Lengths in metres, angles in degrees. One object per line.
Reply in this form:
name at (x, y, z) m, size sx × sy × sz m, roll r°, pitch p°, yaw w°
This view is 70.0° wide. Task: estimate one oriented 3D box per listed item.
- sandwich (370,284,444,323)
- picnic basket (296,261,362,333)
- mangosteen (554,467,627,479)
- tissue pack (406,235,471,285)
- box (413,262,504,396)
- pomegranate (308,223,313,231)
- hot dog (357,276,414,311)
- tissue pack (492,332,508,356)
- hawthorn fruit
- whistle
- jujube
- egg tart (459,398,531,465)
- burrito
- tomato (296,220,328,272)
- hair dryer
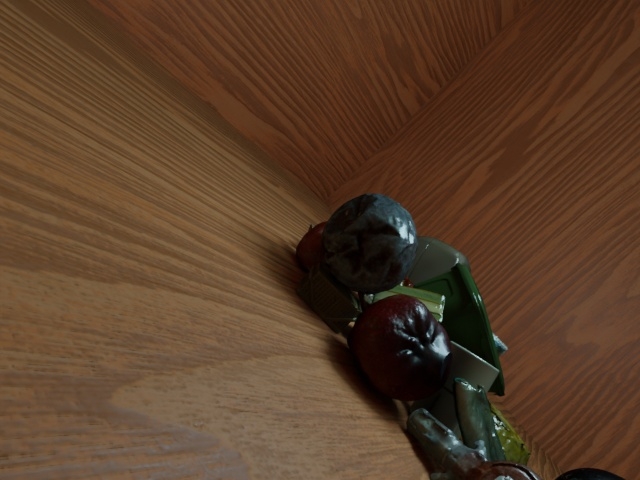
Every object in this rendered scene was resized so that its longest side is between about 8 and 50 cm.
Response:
sandwich at (0.210, 0.203, 1.177) m, size 0.188 × 0.144 × 0.117 m, roll 12°, pitch 38°, yaw 13°
picnic basket at (0.021, 0.140, 1.134) m, size 0.164 × 0.079 × 0.115 m, roll 45°, pitch 9°, yaw -5°
mangosteen at (0.598, 0.642, 0.986) m, size 0.288 × 0.288 × 0.288 m, roll 45°, pitch 8°, yaw -8°
tissue pack at (0.390, 0.178, 1.814) m, size 0.277 × 0.387 × 0.267 m, roll 27°, pitch -1°, yaw 30°
box at (0.380, 0.256, 1.281) m, size 0.252 × 0.178 × 0.328 m, roll -71°, pitch 144°, yaw -67°
pomegranate at (0.009, 0.016, 1.535) m, size 0.191 × 0.152 × 0.131 m, roll 7°, pitch 32°, yaw -46°
hot dog at (0.209, 0.146, 1.521) m, size 0.365 × 0.196 × 0.367 m, roll -142°, pitch -141°, yaw -85°
tissue pack at (0.445, 0.367, 1.518) m, size 0.124 × 0.271 × 0.201 m, roll 38°, pitch 10°, yaw -43°
hawthorn fruit at (0.168, 0.233, 1.025) m, size 0.230 × 0.210 × 0.266 m, roll 39°, pitch -9°, yaw -6°
whistle at (0.288, 0.427, 0.817) m, size 0.133 × 0.142 × 0.346 m, roll 48°, pitch -9°, yaw -37°
jujube at (0.127, 0.011, 1.153) m, size 0.215 × 0.247 × 0.308 m, roll 57°, pitch 25°, yaw -17°
egg tart at (0.459, 0.535, 1.251) m, size 0.341 × 0.132 × 0.341 m, roll 46°, pitch 6°, yaw -6°
burrito at (0.335, 0.434, 0.932) m, size 0.096 × 0.066 × 0.309 m, roll 5°, pitch 65°, yaw -47°
tomato at (0.017, 0.032, 1.369) m, size 0.187 × 0.187 × 0.151 m, roll 41°, pitch -16°, yaw -35°
hair dryer at (0.235, 0.309, 1.142) m, size 0.362 × 0.203 × 0.128 m, roll 29°, pitch -4°, yaw 45°
